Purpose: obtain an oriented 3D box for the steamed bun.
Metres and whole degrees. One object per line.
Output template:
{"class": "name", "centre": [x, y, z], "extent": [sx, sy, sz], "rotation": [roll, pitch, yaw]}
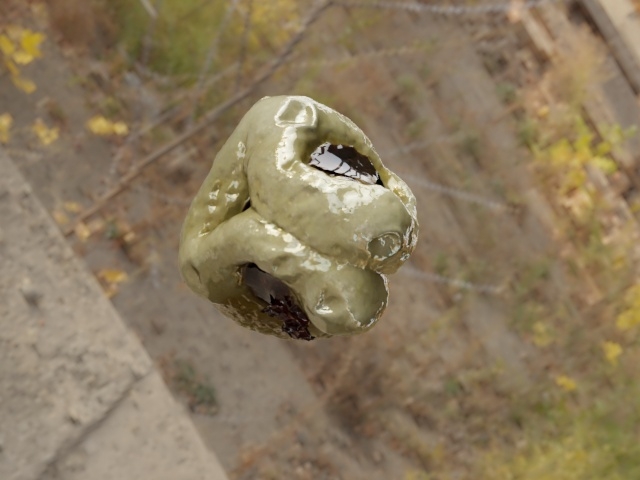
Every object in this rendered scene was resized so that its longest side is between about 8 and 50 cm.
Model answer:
{"class": "steamed bun", "centre": [0.000, 0.000, 1.051], "extent": [0.141, 0.172, 0.155], "rotation": [29, 2, -33]}
